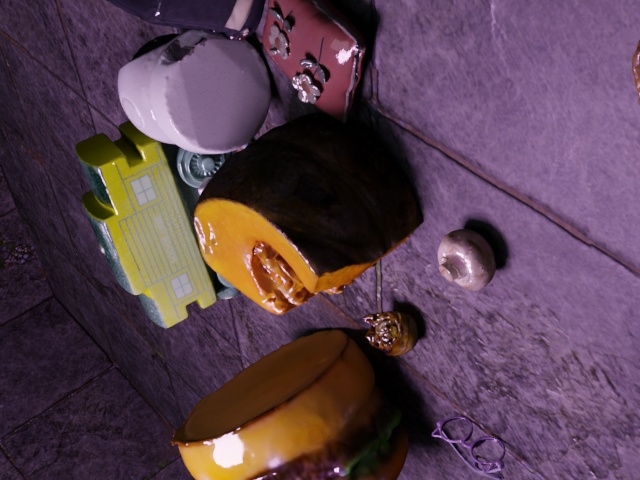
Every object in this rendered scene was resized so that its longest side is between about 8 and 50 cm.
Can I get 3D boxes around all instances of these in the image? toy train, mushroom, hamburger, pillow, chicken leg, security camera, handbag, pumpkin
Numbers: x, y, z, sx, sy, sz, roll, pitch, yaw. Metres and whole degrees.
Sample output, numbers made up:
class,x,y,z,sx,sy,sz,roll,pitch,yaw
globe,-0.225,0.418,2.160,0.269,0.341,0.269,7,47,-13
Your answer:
class,x,y,z,sx,sy,sz,roll,pitch,yaw
toy train,-0.280,-0.041,1.635,0.179,0.272,0.442,39,152,50
mushroom,0.186,0.027,1.144,0.083,0.067,0.084,47,160,23
hamburger,-0.031,0.361,1.584,0.278,0.395,0.395,62,154,-10
pillow,-0.017,-0.256,1.165,0.179,0.075,0.171,49,154,18
chicken leg,0.103,0.152,1.442,0.093,0.070,0.178,30,165,-1
security camera,-0.210,-0.237,1.397,0.236,0.194,0.195,19,135,55
handbag,-0.188,-0.380,1.206,0.254,0.181,0.181,32,114,44
pumpkin,-0.028,-0.040,1.285,0.256,0.225,0.303,52,148,0

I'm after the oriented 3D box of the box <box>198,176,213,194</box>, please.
class,x,y,z,sx,sy,sz,roll,pitch,yaw
box,-0.122,-0.062,1.521,0.152,0.048,0.100,-3,128,18

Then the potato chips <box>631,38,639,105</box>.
class,x,y,z,sx,sy,sz,roll,pitch,yaw
potato chips,0.345,-0.209,0.609,0.080,0.057,0.407,44,154,-5

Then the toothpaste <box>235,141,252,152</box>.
class,x,y,z,sx,sy,sz,roll,pitch,yaw
toothpaste,-0.152,-0.189,1.524,0.216,0.037,0.062,53,158,-4

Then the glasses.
class,x,y,z,sx,sy,sz,roll,pitch,yaw
glasses,0.246,0.351,1.417,0.140,0.062,0.104,29,144,45
